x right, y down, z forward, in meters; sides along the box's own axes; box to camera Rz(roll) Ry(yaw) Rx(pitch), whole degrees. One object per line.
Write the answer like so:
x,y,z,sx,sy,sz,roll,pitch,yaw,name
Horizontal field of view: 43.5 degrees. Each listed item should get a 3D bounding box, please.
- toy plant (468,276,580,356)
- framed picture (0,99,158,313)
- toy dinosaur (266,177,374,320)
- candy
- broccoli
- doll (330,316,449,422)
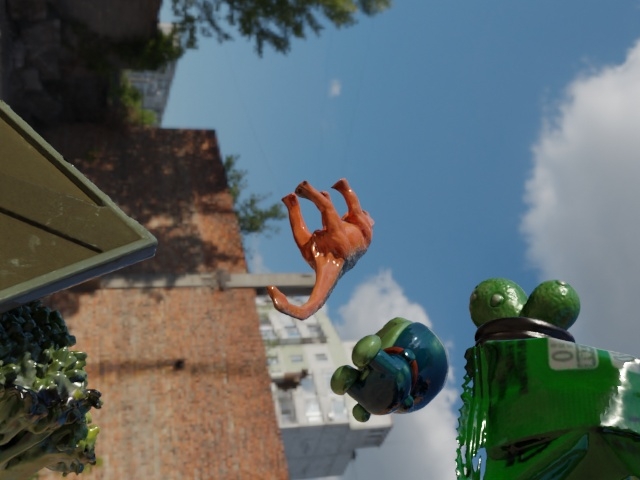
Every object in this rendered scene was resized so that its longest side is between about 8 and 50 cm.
0.357,0.166,1.430,0.218,0.175,0.235,-14,-128,42,toy plant
-0.352,-0.058,0.759,0.335,0.247,0.022,39,-55,19,framed picture
0.005,-0.003,0.693,0.055,0.279,0.101,-33,-94,29,toy dinosaur
0.191,0.131,0.522,0.078,0.203,0.141,87,12,-58,candy
-0.343,0.150,0.791,0.273,0.242,0.180,118,-30,-42,broccoli
0.155,0.271,1.652,0.186,0.322,0.199,41,-65,14,doll
